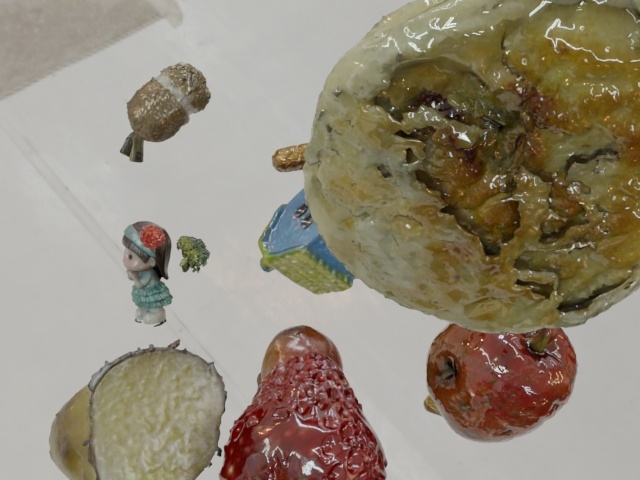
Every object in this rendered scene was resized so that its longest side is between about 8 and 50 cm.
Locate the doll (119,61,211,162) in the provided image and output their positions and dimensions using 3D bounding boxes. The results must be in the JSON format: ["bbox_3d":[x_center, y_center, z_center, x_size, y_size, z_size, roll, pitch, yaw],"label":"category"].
[{"bbox_3d":[-0.306,-0.246,1.328,0.221,0.115,0.105,-38,92,12],"label":"doll"}]

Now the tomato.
[{"bbox_3d":[-0.052,0.276,1.604,0.180,0.155,0.214,4,19,26],"label":"tomato"}]

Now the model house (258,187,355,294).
[{"bbox_3d":[0.000,0.000,1.807,0.303,0.237,0.216,-37,45,16],"label":"model house"}]

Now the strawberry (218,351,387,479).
[{"bbox_3d":[-0.042,0.367,1.328,0.295,0.317,0.345,15,47,-28],"label":"strawberry"}]

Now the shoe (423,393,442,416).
[{"bbox_3d":[0.277,0.346,1.490,0.109,0.069,0.072,21,38,8],"label":"shoe"}]

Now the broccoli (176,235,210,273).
[{"bbox_3d":[-0.317,0.033,1.709,0.097,0.095,0.092,41,91,-2],"label":"broccoli"}]

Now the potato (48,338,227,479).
[{"bbox_3d":[-0.357,0.340,1.326,0.288,0.237,0.301,5,79,-31],"label":"potato"}]

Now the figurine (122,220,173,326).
[{"bbox_3d":[-0.387,0.073,1.600,0.137,0.246,0.110,17,26,42],"label":"figurine"}]

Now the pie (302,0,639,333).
[{"bbox_3d":[0.150,-0.051,0.551,0.338,0.339,0.077,11,38,-3],"label":"pie"}]

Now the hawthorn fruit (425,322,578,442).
[{"bbox_3d":[0.323,0.234,1.255,0.261,0.258,0.258,-19,54,31],"label":"hawthorn fruit"}]

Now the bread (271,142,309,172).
[{"bbox_3d":[-0.007,-0.150,1.214,0.157,0.052,0.044,-11,87,0],"label":"bread"}]
